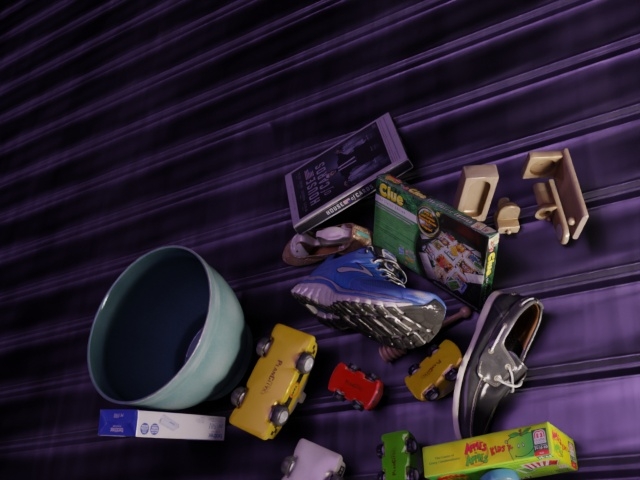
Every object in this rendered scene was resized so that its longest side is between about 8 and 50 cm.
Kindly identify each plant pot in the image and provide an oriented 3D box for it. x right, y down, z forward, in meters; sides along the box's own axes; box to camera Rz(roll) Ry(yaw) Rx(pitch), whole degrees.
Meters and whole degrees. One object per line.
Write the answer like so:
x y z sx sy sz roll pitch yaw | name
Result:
-0.246 0.181 1.487 0.293 0.196 0.293 -20 54 29 | plant pot

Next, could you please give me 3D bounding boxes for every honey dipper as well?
0.167 0.146 1.296 0.160 0.030 0.030 -30 49 16 | honey dipper

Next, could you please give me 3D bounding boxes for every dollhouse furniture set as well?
0.290 -0.040 1.222 0.151 0.144 0.123 -3 57 -4 | dollhouse furniture set

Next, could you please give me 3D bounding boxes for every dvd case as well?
0.045 -0.125 1.502 0.238 0.030 0.179 -30 34 13 | dvd case

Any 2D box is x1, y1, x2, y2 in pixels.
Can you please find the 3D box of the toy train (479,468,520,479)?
0.192 0.417 1.077 0.248 0.105 0.143 -53 23 34 | toy train

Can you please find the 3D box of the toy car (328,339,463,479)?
0.120 0.277 1.236 0.239 0.053 0.225 -18 55 31 | toy car

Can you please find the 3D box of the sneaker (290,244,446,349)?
0.083 0.071 1.314 0.147 0.130 0.330 -54 31 -16 | sneaker

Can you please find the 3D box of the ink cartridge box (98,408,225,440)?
-0.269 0.319 1.415 0.097 0.207 0.046 -8 73 36 | ink cartridge box

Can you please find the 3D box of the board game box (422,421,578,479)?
0.239 0.293 1.102 0.181 0.092 0.043 -21 53 29 | board game box

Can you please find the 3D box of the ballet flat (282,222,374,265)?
0.000 0.000 1.485 0.206 0.067 0.073 -12 59 34 | ballet flat

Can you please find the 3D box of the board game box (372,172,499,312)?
0.176 -0.002 1.315 0.030 0.136 0.259 -20 36 -30 | board game box

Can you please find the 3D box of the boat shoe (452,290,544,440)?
0.250 0.182 1.165 0.079 0.084 0.233 8 68 42 | boat shoe

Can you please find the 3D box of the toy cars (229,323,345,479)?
-0.045 0.327 1.319 0.176 0.087 0.394 -24 56 14 | toy cars
